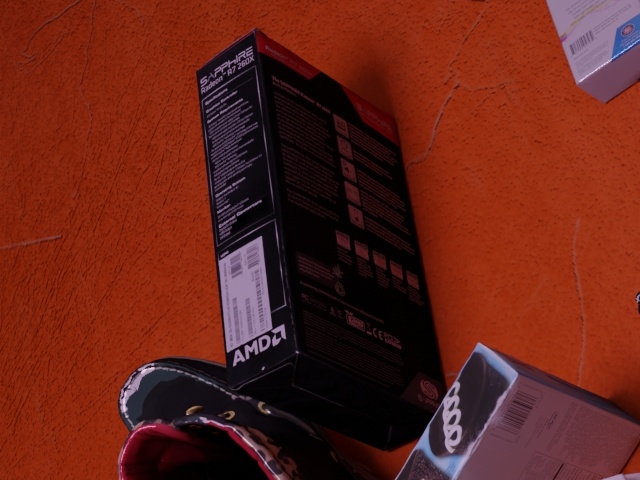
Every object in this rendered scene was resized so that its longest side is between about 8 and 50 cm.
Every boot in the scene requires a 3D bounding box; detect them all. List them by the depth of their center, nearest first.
[{"bbox_3d":[-0.089,0.203,1.389,0.377,0.284,0.138,36,93,28],"label":"boot"}]

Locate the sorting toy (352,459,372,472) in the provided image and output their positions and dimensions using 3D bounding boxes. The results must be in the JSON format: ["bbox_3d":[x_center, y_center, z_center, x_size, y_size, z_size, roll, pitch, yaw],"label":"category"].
[{"bbox_3d":[-0.046,0.303,1.558,0.193,0.038,0.208,14,78,48],"label":"sorting toy"}]

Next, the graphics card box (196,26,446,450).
[{"bbox_3d":[0.000,0.000,1.502,0.094,0.233,0.370,-30,53,29],"label":"graphics card box"}]

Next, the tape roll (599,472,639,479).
[{"bbox_3d":[0.203,0.289,1.111,0.286,0.286,0.100,-43,44,23],"label":"tape roll"}]

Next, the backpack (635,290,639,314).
[{"bbox_3d":[0.330,0.058,1.232,0.114,0.105,0.084,-27,76,32],"label":"backpack"}]

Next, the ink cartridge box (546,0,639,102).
[{"bbox_3d":[0.272,-0.207,1.454,0.088,0.052,0.122,-35,51,30],"label":"ink cartridge box"}]

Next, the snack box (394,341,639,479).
[{"bbox_3d":[0.122,0.256,1.286,0.060,0.187,0.322,38,99,48],"label":"snack box"}]
